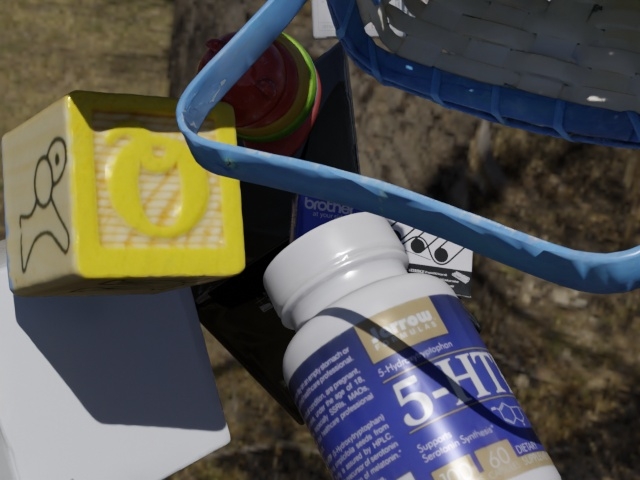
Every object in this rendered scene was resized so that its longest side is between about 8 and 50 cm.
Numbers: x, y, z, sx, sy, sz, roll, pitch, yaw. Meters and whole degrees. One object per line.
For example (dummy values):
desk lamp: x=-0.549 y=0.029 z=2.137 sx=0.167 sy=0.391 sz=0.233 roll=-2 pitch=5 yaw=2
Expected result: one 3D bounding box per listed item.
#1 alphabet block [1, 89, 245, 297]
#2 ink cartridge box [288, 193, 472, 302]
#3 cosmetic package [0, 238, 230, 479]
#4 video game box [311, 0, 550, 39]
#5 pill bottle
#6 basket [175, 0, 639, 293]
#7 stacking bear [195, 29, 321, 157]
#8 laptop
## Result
alphabet block: x=-0.214 y=-0.042 z=1.227 sx=0.193 sy=0.192 sz=0.197 roll=-2 pitch=-6 yaw=-34
ink cartridge box: x=0.068 y=0.009 z=1.297 sx=0.207 sy=0.097 sz=0.046 roll=7 pitch=-16 yaw=-12
cosmetic package: x=-0.395 y=0.175 z=1.517 sx=0.393 sy=0.329 sz=0.327 roll=-6 pitch=10 yaw=42
video game box: x=0.079 y=-0.251 z=0.843 sx=0.187 sy=0.205 sz=0.048 roll=7 pitch=16 yaw=32
pill bottle: x=0.043 y=0.083 z=0.650 sx=0.112 sy=0.112 sz=0.187 roll=-8 pitch=61 yaw=-41
basket: x=0.098 y=-0.119 z=0.580 sx=0.255 sy=0.201 sz=0.289 roll=21 pitch=58 yaw=28
stacking bear: x=-0.088 y=-0.200 z=1.494 sx=0.175 sy=0.164 sz=0.289 roll=46 pitch=5 yaw=2
laptop: x=0.000 y=0.000 z=1.710 sx=0.408 sy=0.382 sz=0.236 roll=48 pitch=39 yaw=-11
